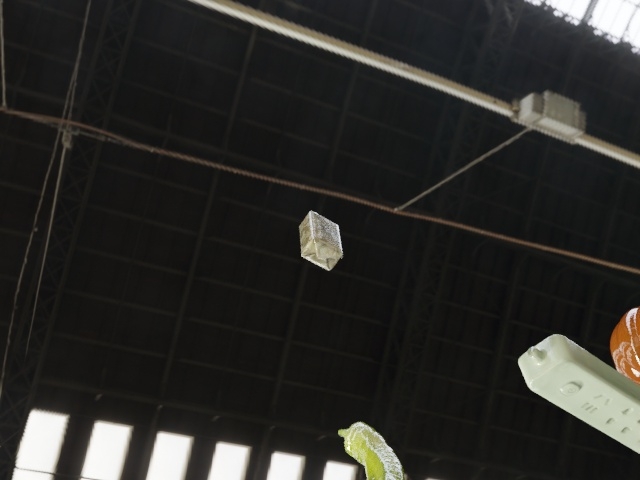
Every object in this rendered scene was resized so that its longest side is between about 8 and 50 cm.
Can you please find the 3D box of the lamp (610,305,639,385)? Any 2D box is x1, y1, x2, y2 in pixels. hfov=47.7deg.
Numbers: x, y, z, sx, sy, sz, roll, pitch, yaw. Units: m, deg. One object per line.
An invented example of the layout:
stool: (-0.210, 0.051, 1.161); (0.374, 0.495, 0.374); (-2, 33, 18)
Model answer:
lamp: (0.650, 0.199, 1.327); (0.223, 0.223, 0.197); (22, -130, -17)

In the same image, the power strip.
power strip: (0.464, 0.259, 1.187); (0.385, 0.091, 0.062); (31, -148, -28)

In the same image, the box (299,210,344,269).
box: (0.000, 0.000, 1.183); (0.062, 0.045, 0.098); (28, -154, -21)

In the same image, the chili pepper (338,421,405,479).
chili pepper: (0.058, 0.227, 0.693); (0.043, 0.208, 0.049); (-45, -78, 2)
